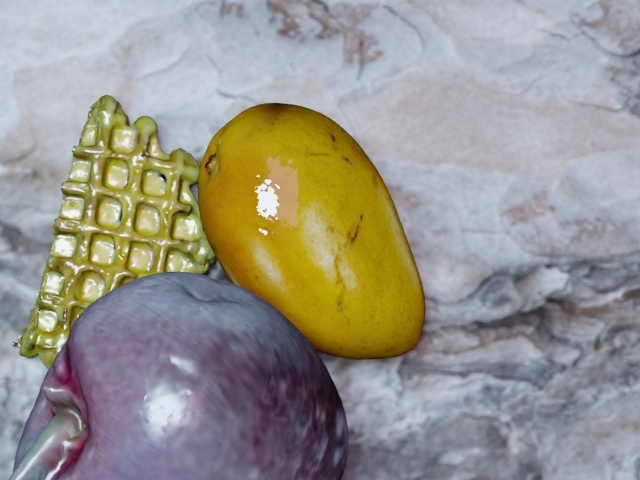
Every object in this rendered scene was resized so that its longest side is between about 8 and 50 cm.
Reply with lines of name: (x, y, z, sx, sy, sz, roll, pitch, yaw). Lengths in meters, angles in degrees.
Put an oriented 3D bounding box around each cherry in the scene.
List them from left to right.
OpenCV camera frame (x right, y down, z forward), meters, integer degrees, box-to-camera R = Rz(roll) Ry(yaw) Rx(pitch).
cherry: (-0.093, 0.129, 0.783, 0.266, 0.183, 0.213, 13, 116, -44)

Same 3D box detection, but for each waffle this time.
waffle: (-0.161, 0.003, 0.871, 0.160, 0.046, 0.192, 47, 73, -4)

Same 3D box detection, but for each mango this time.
mango: (0.000, 0.000, 0.875, 0.219, 0.112, 0.145, 52, 57, -10)
